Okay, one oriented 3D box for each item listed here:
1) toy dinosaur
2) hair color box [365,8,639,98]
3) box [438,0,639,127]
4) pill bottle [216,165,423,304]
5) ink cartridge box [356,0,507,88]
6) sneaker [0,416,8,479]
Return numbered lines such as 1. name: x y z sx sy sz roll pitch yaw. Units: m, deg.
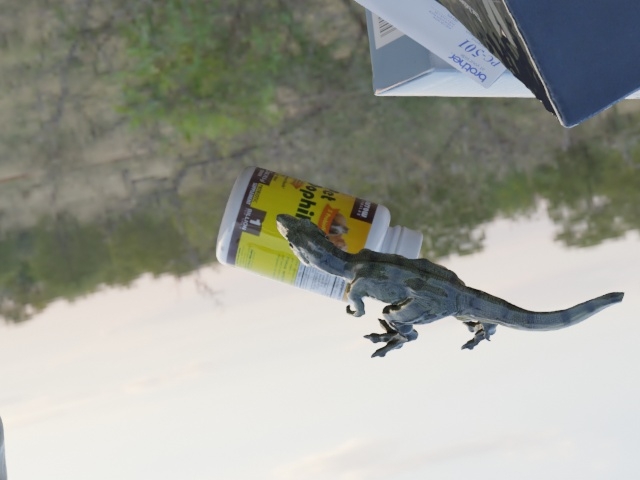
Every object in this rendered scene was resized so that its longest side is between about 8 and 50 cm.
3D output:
1. toy dinosaur: 0.089 0.048 0.988 0.268 0.064 0.118 12 151 9
2. hair color box: 0.229 -0.250 1.341 0.375 0.185 0.114 -3 174 -30
3. box: 0.064 -0.147 0.430 0.093 0.158 0.156 -30 -150 3
4. pill bottle: 0.000 0.000 1.422 0.215 0.117 0.117 17 -176 1
5. ink cartridge box: 0.069 -0.215 1.006 0.046 0.207 0.097 -47 -165 44
6. sneaker: -0.384 0.298 1.445 0.080 0.212 0.094 1 142 -7
